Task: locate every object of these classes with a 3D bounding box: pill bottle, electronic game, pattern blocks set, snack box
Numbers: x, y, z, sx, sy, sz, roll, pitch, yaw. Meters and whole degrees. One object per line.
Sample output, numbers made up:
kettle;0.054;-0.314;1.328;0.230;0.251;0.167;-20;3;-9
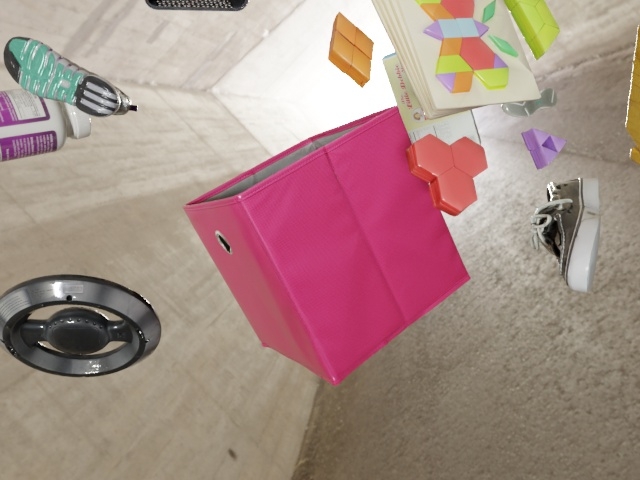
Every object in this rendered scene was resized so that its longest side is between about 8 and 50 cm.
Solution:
pill bottle;-0.758;-0.297;1.327;0.301;0.169;0.169;-21;-12;-36
electronic game;-0.350;0.130;0.759;0.229;0.229;0.048;-43;38;28
pattern blocks set;0.139;-0.211;0.540;0.285;0.325;0.026;-28;-7;-24
snack box;0.310;-0.384;1.443;0.187;0.322;0.060;-14;24;23

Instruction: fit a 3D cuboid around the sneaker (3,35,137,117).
sneaker;-0.430;-0.270;0.899;0.083;0.223;0.098;-60;-6;11

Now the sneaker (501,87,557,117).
sneaker;0.457;-0.301;1.167;0.152;0.054;0.061;-16;4;-25

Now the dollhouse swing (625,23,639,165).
dollhouse swing;0.753;-0.266;0.846;0.304;0.347;0.315;-26;42;-2

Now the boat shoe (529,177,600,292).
boat shoe;0.403;-0.023;0.865;0.104;0.113;0.306;4;36;25

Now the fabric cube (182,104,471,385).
fabric cube;0.000;0.000;0.741;0.259;0.258;0.254;-33;16;-24

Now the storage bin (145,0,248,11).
storage bin;-0.212;-0.465;0.876;0.180;0.084;0.122;-11;-33;-24
